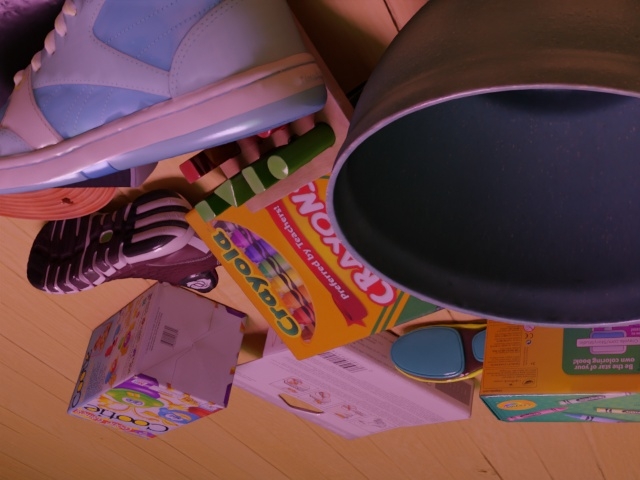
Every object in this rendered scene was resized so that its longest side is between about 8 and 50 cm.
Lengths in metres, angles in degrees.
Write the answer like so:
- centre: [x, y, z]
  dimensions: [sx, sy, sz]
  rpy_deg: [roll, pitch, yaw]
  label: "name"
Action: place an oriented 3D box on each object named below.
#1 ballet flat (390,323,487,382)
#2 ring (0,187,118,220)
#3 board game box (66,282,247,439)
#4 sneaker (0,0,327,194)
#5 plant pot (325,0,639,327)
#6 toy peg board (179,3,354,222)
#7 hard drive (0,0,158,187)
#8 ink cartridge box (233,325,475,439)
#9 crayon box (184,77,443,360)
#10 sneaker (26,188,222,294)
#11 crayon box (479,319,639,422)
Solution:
- centre: [0.203, 0.143, 1.160]
  dimensions: [0.231, 0.077, 0.077]
  rpy_deg: [-15, 158, 36]
  label: "ballet flat"
- centre: [-0.370, -0.121, 0.935]
  dimensions: [0.336, 0.032, 0.337]
  rpy_deg: [9, 152, 5]
  label: "ring"
- centre: [-0.243, 0.185, 1.313]
  dimensions: [0.142, 0.144, 0.275]
  rpy_deg: [25, 149, -24]
  label: "board game box"
- centre: [-0.161, -0.154, 0.652]
  dimensions: [0.319, 0.127, 0.208]
  rpy_deg: [-12, 101, 23]
  label: "sneaker"
- centre: [0.164, -0.089, 0.630]
  dimensions: [0.293, 0.196, 0.293]
  rpy_deg: [9, 152, 5]
  label: "plant pot"
- centre: [-0.070, -0.102, 0.734]
  dimensions: [0.161, 0.079, 0.161]
  rpy_deg: [-25, 101, 46]
  label: "toy peg board"
- centre: [-0.241, -0.137, 0.785]
  dimensions: [0.172, 0.054, 0.255]
  rpy_deg: [-1, 142, 1]
  label: "hard drive"
- centre: [0.033, 0.202, 1.325]
  dimensions: [0.296, 0.066, 0.261]
  rpy_deg: [32, 145, -31]
  label: "ink cartridge box"
- centre: [0.000, 0.000, 0.880]
  dimensions: [0.202, 0.081, 0.318]
  rpy_deg: [51, 140, -8]
  label: "crayon box"
- centre: [-0.216, 0.030, 1.077]
  dimensions: [0.281, 0.106, 0.162]
  rpy_deg: [-9, 153, 38]
  label: "sneaker"
- centre: [0.316, 0.101, 0.943]
  dimensions: [0.278, 0.165, 0.081]
  rpy_deg: [-6, 147, 28]
  label: "crayon box"
